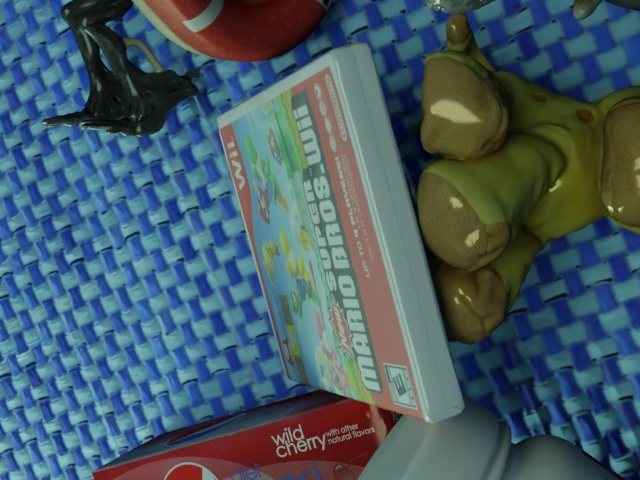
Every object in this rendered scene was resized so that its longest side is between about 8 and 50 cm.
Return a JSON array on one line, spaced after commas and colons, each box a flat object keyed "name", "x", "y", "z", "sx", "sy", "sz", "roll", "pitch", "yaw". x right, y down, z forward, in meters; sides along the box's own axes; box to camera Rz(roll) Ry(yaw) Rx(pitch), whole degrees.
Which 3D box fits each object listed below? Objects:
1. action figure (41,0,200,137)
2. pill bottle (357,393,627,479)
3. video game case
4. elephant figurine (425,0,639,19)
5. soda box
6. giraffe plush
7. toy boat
[{"name": "action figure", "x": -0.161, "y": -0.212, "z": 0.851, "sx": 0.164, "sy": 0.141, "sz": 0.276, "roll": 22, "pitch": 118, "yaw": 57}, {"name": "pill bottle", "x": 0.151, "y": 0.217, "z": 0.716, "sx": 0.283, "sy": 0.160, "sz": 0.160, "roll": 34, "pitch": 115, "yaw": -1}, {"name": "video game case", "x": 0.000, "y": 0.000, "z": 0.769, "sx": 0.285, "sy": 0.025, "sz": 0.204, "roll": 175, "pitch": 80, "yaw": -73}, {"name": "elephant figurine", "x": 0.196, "y": -0.162, "z": 0.612, "sx": 0.169, "sy": 0.239, "sz": 0.186, "roll": 37, "pitch": 115, "yaw": 18}, {"name": "soda box", "x": -0.036, "y": 0.166, "z": 0.889, "sx": 0.263, "sy": 0.092, "sz": 0.083, "roll": -20, "pitch": 90, "yaw": 30}, {"name": "giraffe plush", "x": 0.152, "y": -0.040, "z": 0.712, "sx": 0.170, "sy": 0.210, "sz": 0.181, "roll": 3, "pitch": 120, "yaw": 11}, {"name": "toy boat", "x": -0.044, "y": -0.204, "z": 0.746, "sx": 0.151, "sy": 0.231, "sz": 0.151, "roll": 15, "pitch": 73, "yaw": 29}]
